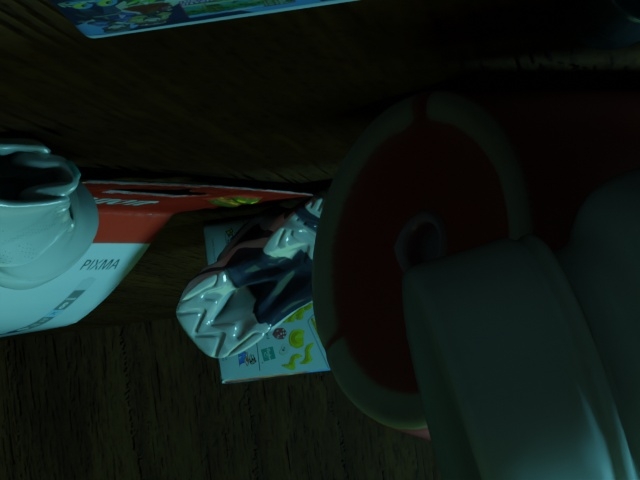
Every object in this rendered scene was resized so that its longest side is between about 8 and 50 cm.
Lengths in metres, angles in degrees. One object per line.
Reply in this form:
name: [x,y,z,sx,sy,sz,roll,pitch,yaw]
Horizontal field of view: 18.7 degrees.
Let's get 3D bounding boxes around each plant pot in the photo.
plant pot: [0.147,0.023,1.157,0.243,0.274,0.275,9,166,-36]

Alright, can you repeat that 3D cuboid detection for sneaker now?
sneaker: [-0.169,-0.024,1.110,0.094,0.080,0.212,-22,169,21]
sneaker: [0.000,0.000,1.578,0.235,0.094,0.153,-35,-168,18]

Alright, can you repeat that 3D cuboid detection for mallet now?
mallet: [0.192,-0.112,0.813,0.190,0.039,0.062,-10,177,-18]

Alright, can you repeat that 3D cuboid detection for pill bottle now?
pill bottle: [0.251,0.053,0.929,0.392,0.224,0.224,-15,176,-3]

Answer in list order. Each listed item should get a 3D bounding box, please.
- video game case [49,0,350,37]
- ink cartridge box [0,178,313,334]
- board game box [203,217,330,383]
video game case: [0.002,-0.107,0.641,0.201,0.023,0.183,-8,175,3]
ink cartridge box: [-0.238,0.025,1.451,0.385,0.091,0.308,-8,175,29]
board game box: [0.050,0.041,1.733,0.275,0.144,0.142,-7,176,8]
